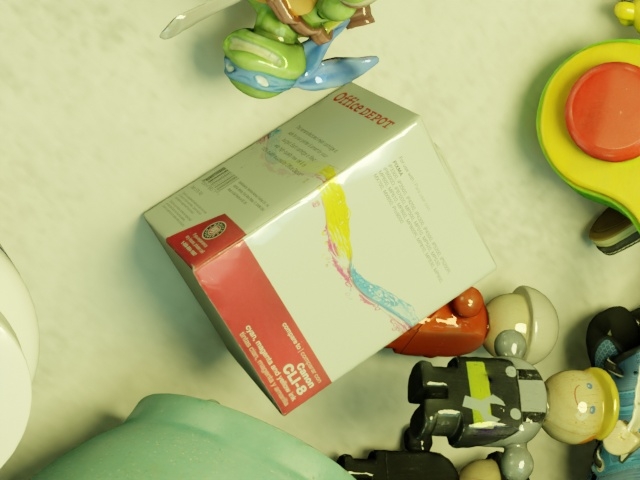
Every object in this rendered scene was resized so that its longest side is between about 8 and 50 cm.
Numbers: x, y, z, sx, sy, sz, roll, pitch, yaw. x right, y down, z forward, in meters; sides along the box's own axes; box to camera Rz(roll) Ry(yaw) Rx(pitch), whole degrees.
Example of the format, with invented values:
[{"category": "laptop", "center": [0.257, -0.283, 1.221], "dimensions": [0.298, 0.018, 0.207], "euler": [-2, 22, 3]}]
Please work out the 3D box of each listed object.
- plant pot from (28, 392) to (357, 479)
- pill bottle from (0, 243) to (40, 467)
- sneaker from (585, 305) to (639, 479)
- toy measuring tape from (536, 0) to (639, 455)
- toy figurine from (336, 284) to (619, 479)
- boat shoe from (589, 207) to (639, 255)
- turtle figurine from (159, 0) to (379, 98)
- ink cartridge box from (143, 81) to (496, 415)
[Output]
[{"category": "plant pot", "center": [-0.082, 0.223, 1.041], "dimensions": [0.293, 0.293, 0.196], "euler": [38, 63, -27]}, {"category": "pill bottle", "center": [-0.243, 0.044, 0.900], "dimensions": [0.152, 0.272, 0.152], "euler": [-6, 109, -19]}, {"category": "sneaker", "center": [0.246, 0.124, 1.215], "dimensions": [0.147, 0.130, 0.330], "euler": [29, 103, -4]}, {"category": "toy measuring tape", "center": [0.198, -0.021, 1.124], "dimensions": [0.121, 0.121, 0.330], "euler": [12, 87, -24]}, {"category": "toy figurine", "center": [0.108, 0.144, 1.105], "dimensions": [0.148, 0.209, 0.213], "euler": [4, 106, -14]}, {"category": "boat shoe", "center": [0.272, -0.027, 1.202], "dimensions": [0.152, 0.056, 0.049], "euler": [-32, 110, -10]}, {"category": "turtle figurine", "center": [-0.031, -0.224, 0.944], "dimensions": [0.275, 0.198, 0.266], "euler": [20, 94, -29]}, {"category": "ink cartridge box", "center": [0.000, 0.000, 1.062], "dimensions": [0.176, 0.128, 0.127], "euler": [-34, 115, -8]}]
